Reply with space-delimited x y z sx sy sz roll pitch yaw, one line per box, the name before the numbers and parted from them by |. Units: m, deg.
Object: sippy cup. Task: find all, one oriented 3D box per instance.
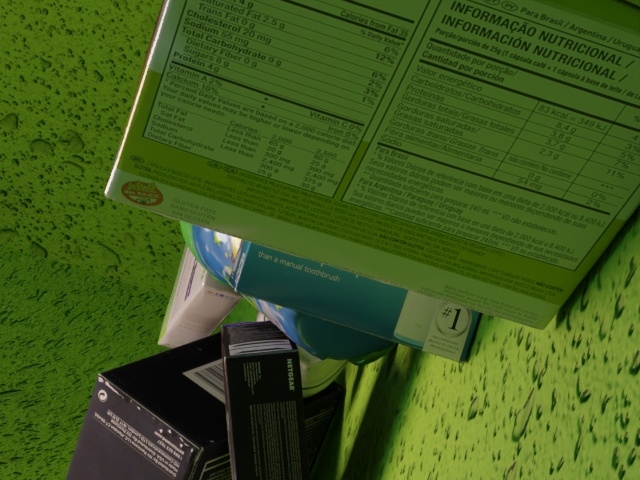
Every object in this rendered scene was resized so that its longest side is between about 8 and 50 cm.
sippy cup | 0.000 0.000 1.844 0.240 0.305 0.224 -58 40 16

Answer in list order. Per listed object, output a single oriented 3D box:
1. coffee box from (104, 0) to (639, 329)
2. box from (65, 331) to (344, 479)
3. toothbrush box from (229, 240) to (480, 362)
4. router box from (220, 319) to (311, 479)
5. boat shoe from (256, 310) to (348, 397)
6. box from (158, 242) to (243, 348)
coffee box | 0.078 -0.196 1.226 0.334 0.338 0.338 116 169 -54
box | -0.161 0.292 2.192 0.296 0.182 0.294 -15 -49 -53
toothbrush box | 0.064 -0.065 1.587 0.126 0.216 0.296 -164 93 -84
router box | -0.055 0.253 1.906 0.243 0.081 0.309 -128 33 -83
boat shoe | 0.036 0.010 2.137 0.367 0.135 0.156 -64 5 -23
box | -0.126 -0.003 2.234 0.322 0.058 0.232 136 149 -68
